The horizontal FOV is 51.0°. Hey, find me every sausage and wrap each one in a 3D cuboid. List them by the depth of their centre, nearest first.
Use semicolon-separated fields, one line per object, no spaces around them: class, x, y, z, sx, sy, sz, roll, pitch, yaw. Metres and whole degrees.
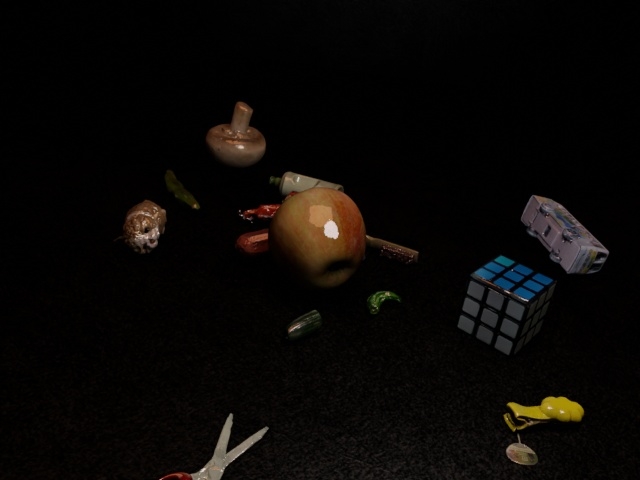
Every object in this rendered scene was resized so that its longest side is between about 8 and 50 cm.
sausage;-0.156;0.009;1.793;0.141;0.076;0.076;-15;35;-17

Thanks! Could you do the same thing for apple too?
apple;0.000;0.000;1.675;0.256;0.257;0.234;-12;46;-31

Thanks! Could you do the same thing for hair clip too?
hair clip;0.463;0.352;1.378;0.173;0.046;0.072;0;26;-14

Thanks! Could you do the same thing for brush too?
brush;0.157;0.015;1.897;0.247;0.043;0.036;21;39;22

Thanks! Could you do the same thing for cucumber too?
cucumber;-0.046;0.198;1.523;0.105;0.048;0.048;-22;41;-39

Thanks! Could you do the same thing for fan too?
fan;0.396;0.410;1.304;0.060;0.003;0.080;25;34;27

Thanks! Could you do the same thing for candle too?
candle;-0.094;-0.075;1.976;0.301;0.059;0.084;0;21;-14

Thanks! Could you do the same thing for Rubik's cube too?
Rubik's cube;0.444;0.151;1.610;0.160;0.163;0.162;29;37;32

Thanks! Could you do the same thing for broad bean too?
broad bean;-0.437;-0.156;2.046;0.060;0.043;0.297;0;28;-33

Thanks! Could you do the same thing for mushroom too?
mushroom;-0.280;-0.358;2.268;0.207;0.215;0.207;13;25;-6

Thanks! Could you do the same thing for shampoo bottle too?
shampoo bottle;-0.052;-0.160;2.098;0.234;0.087;0.118;16;8;15

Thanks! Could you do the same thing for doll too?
doll;-0.463;-0.049;1.787;0.114;0.105;0.221;8;30;3

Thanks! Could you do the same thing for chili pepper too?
chili pepper;0.148;0.153;1.667;0.055;0.035;0.118;43;33;27

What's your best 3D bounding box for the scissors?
scissors;-0.180;0.394;1.177;0.144;0.017;0.248;18;29;15

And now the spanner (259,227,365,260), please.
spanner;-0.031;0.022;1.862;0.315;0.024;0.087;11;31;3

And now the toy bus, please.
toy bus;0.739;-0.016;2.043;0.135;0.109;0.330;11;28;-18

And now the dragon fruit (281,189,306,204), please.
dragon fruit;0.007;-0.059;1.890;0.246;0.125;0.126;15;75;5
